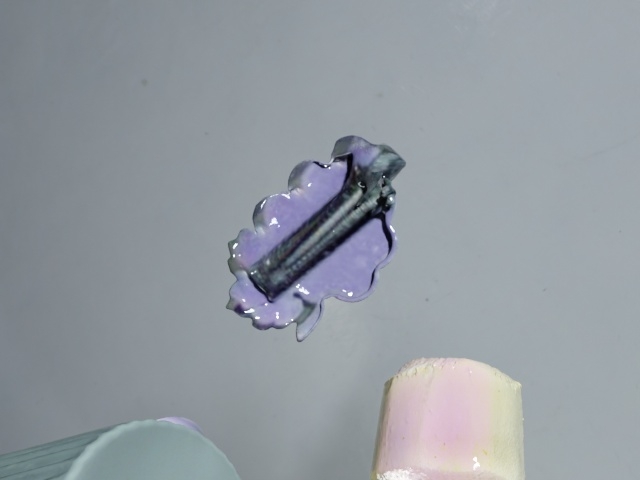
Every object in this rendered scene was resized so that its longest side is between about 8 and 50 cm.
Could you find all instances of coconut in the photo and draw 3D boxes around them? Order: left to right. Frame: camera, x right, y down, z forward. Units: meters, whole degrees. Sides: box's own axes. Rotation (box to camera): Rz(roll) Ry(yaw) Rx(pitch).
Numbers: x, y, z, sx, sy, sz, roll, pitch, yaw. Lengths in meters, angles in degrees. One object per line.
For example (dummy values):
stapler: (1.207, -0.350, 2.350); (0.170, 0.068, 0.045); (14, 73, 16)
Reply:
coconut: (0.196, 0.320, 1.204); (0.233, 0.233, 0.245); (0, 65, 21)

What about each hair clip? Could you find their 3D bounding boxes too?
hair clip: (-0.001, -0.001, 0.662); (0.195, 0.052, 0.124); (-46, 76, 4)

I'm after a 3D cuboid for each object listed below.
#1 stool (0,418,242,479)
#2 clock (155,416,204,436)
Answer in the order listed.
stool: (-0.261, 0.348, 0.830); (0.330, 0.297, 0.297); (-26, 81, 33)
clock: (-0.269, 0.372, 1.268); (0.172, 0.064, 0.198); (-9, 116, -20)
